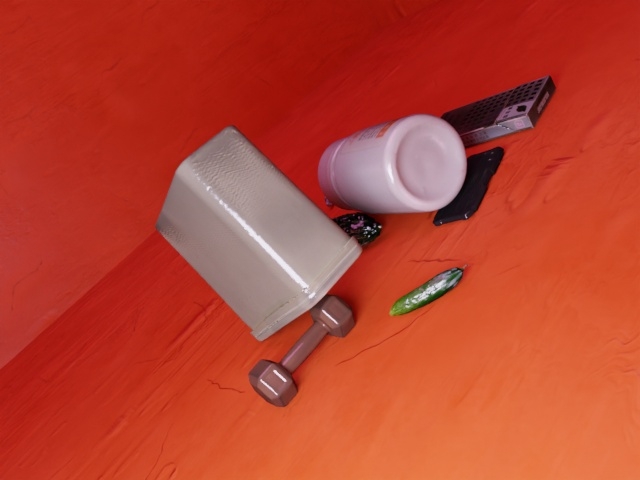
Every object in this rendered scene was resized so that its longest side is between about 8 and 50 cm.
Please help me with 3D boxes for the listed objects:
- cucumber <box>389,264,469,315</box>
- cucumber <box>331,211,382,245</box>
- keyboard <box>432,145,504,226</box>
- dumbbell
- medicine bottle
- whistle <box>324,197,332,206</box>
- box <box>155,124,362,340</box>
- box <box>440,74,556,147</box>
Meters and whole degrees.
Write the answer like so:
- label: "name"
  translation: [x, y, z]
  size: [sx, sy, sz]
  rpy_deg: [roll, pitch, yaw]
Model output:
- label: "cucumber"
  translation: [0.190, 0.091, 1.069]
  size: [0.168, 0.039, 0.039]
  rpy_deg: [-33, 21, 18]
- label: "cucumber"
  translation: [0.000, 0.000, 1.482]
  size: [0.360, 0.096, 0.096]
  rpy_deg: [-21, 26, 38]
- label: "keyboard"
  translation: [0.327, -0.121, 1.330]
  size: [0.106, 0.016, 0.262]
  rpy_deg: [-16, 30, 44]
- label: "dumbbell"
  translation: [-0.031, 0.198, 1.125]
  size: [0.231, 0.092, 0.082]
  rpy_deg: [-47, -5, -24]
- label: "medicine bottle"
  translation: [0.152, -0.166, 1.421]
  size: [0.211, 0.211, 0.371]
  rpy_deg: [-43, 17, -16]
- label: "whistle"
  translation: [0.031, -0.127, 1.787]
  size: [0.035, 0.035, 0.100]
  rpy_deg: [-27, 25, 24]
- label: "box"
  translation: [-0.141, -0.002, 1.227]
  size: [0.177, 0.344, 0.352]
  rpy_deg: [-45, 1, -30]
- label: "box"
  translation: [0.415, -0.307, 1.545]
  size: [0.325, 0.047, 0.180]
  rpy_deg: [-12, 32, 49]
